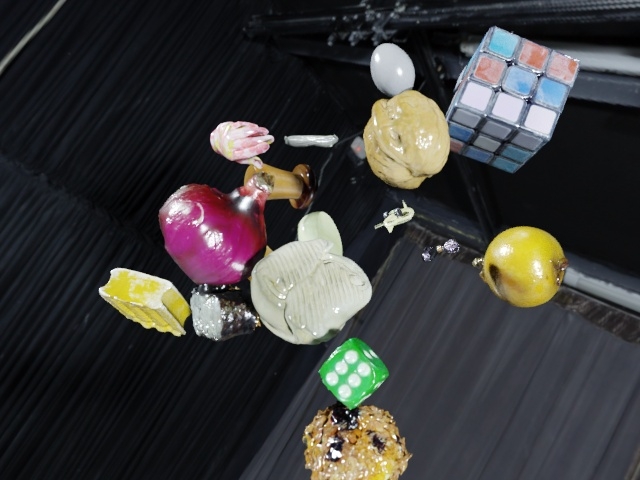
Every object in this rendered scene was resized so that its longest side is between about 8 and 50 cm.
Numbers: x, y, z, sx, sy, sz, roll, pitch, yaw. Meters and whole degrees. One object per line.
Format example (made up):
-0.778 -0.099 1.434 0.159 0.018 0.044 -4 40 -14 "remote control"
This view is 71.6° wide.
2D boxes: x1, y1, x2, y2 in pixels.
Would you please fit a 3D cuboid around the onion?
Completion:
-0.301 -0.059 1.502 0.398 0.420 0.398 55 7 -11 "onion"

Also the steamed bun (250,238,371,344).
-0.044 0.166 1.352 0.310 0.324 0.219 43 -36 16 "steamed bun"

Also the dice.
0.083 0.329 1.105 0.131 0.128 0.120 46 7 19 "dice"

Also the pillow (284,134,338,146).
-0.045 -0.463 2.072 0.255 0.059 0.169 -3 12 -9 "pillow"

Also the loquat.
0.791 0.105 1.785 0.360 0.328 0.328 1 -28 44 "loquat"

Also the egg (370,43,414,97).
0.307 -0.735 1.913 0.176 0.176 0.231 107 -41 -81 "egg"

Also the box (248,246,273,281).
-0.352 0.073 2.243 0.274 0.174 0.076 41 -25 31 "box"

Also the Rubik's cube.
0.686 -0.508 1.674 0.363 0.358 0.363 25 -7 3 "Rubik's cube"

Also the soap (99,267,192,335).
-0.748 0.274 1.938 0.294 0.156 0.335 14 -28 12 "soap"

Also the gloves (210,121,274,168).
-0.263 -0.317 1.461 0.126 0.145 0.241 -1 11 -41 "gloves"

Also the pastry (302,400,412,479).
0.114 0.700 1.468 0.292 0.338 0.405 61 0 -16 "pastry"

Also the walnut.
0.220 -0.270 1.169 0.257 0.257 0.224 35 -48 -20 "walnut"

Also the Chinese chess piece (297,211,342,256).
0.000 0.000 1.894 0.101 0.250 0.250 -17 -33 23 "Chinese chess piece"

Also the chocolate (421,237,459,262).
0.459 0.036 1.713 0.072 0.147 0.070 -114 -170 -66 "chocolate"

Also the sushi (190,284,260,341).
-0.368 0.253 1.690 0.208 0.234 0.349 -8 6 -32 "sushi"

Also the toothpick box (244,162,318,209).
-0.152 -0.230 1.826 0.295 0.191 0.192 3 9 -32 "toothpick box"

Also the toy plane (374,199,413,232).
0.387 -0.117 2.207 0.242 0.256 0.104 -22 -78 48 "toy plane"
